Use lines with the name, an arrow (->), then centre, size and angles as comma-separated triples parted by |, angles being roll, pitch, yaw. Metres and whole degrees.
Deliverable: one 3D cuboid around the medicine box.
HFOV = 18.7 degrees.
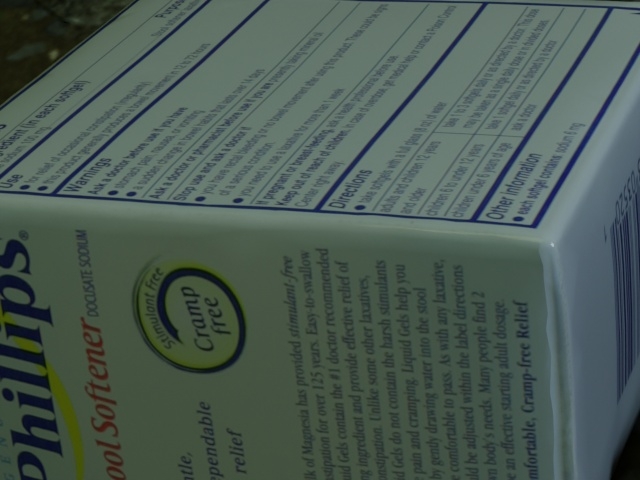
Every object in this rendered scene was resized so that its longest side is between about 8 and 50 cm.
medicine box -> 0.000, 0.000, 0.866 | 0.289, 0.149, 0.263 | 3, 26, 20
